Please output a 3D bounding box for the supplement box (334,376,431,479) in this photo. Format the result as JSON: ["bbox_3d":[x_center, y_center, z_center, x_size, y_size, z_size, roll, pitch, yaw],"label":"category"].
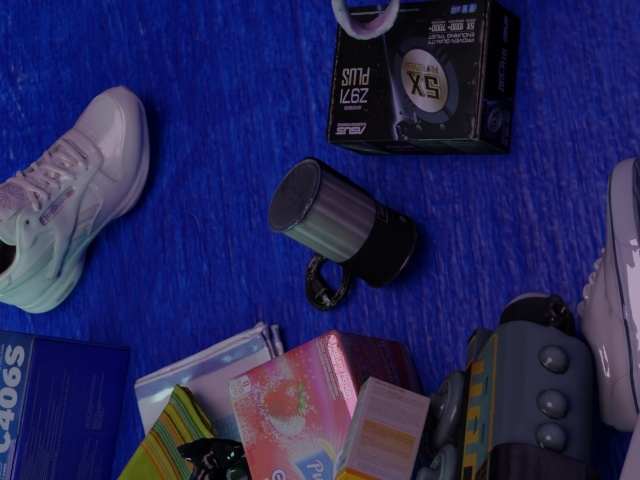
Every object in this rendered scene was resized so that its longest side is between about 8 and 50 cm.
[{"bbox_3d":[0.057,0.182,1.258,0.062,0.036,0.098,21,61,-6],"label":"supplement box"}]

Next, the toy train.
[{"bbox_3d":[0.169,0.197,1.201,0.334,0.142,0.190,-76,10,-46],"label":"toy train"}]

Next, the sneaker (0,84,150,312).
[{"bbox_3d":[-0.309,-0.050,1.627,0.114,0.152,0.305,36,99,34],"label":"sneaker"}]

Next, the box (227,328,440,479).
[{"bbox_3d":[0.038,0.254,1.352,0.142,0.154,0.300,-28,67,26],"label":"box"}]

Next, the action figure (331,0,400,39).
[{"bbox_3d":[0.195,-0.346,1.284,0.370,0.248,0.276,6,71,15],"label":"action figure"}]

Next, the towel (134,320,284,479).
[{"bbox_3d":[-0.102,0.253,1.512,0.209,0.034,0.285,-24,70,28],"label":"towel"}]

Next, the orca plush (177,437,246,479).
[{"bbox_3d":[-0.078,0.344,1.375,0.151,0.102,0.287,-1,101,5],"label":"orca plush"}]

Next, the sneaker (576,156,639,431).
[{"bbox_3d":[0.279,0.051,1.273,0.091,0.094,0.258,-14,69,40],"label":"sneaker"}]

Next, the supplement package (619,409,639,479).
[{"bbox_3d":[0.361,0.238,1.123,0.199,0.198,0.263,17,91,33],"label":"supplement package"}]

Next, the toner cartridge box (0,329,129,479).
[{"bbox_3d":[-0.321,0.282,1.567,0.075,0.165,0.348,5,83,34],"label":"toner cartridge box"}]

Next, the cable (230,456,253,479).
[{"bbox_3d":[-0.145,0.339,1.495,0.287,0.072,0.139,-53,39,8],"label":"cable"}]

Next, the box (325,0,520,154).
[{"bbox_3d":[0.105,-0.166,1.429,0.180,0.077,0.147,3,83,32],"label":"box"}]

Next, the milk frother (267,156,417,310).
[{"bbox_3d":[0.000,0.000,1.431,0.143,0.134,0.129,-56,28,8],"label":"milk frother"}]

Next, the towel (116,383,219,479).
[{"bbox_3d":[-0.196,0.278,1.509,0.237,0.021,0.102,-56,37,9],"label":"towel"}]
